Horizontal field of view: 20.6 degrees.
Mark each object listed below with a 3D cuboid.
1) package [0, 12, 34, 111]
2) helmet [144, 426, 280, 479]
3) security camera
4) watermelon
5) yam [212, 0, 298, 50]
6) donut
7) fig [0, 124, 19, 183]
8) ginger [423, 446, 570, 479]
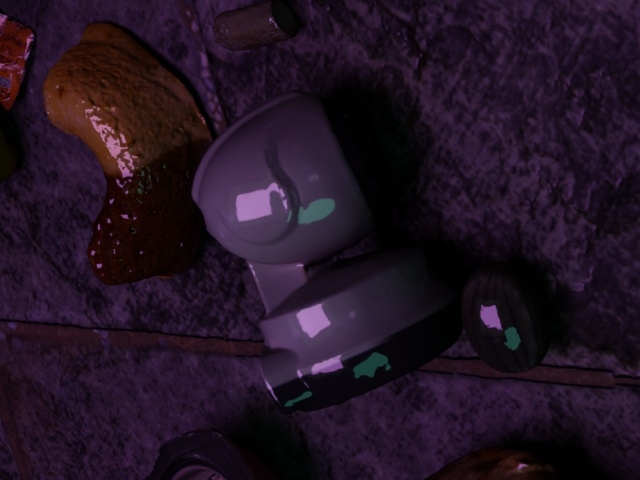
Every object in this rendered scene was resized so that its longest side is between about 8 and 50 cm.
[{"bbox_3d":[-0.363,-0.204,1.993,0.077,0.033,0.111,43,132,31],"label":"package"},{"bbox_3d":[-0.110,0.322,1.971,0.253,0.154,0.198,-43,60,30],"label":"helmet"},{"bbox_3d":[0.000,0.000,1.645,0.191,0.197,0.277,-25,92,8],"label":"security camera"},{"bbox_3d":[0.170,0.073,1.606,0.078,0.078,0.111,-7,108,46],"label":"watermelon"},{"bbox_3d":[-0.061,-0.207,1.693,0.094,0.043,0.043,-9,106,45],"label":"yam"},{"bbox_3d":[-0.193,-0.073,1.847,0.151,0.112,0.295,5,118,45],"label":"donut"},{"bbox_3d":[-0.429,-0.118,2.039,0.120,0.136,0.153,-21,134,15],"label":"fig"},{"bbox_3d":[0.208,0.319,1.667,0.357,0.152,0.274,20,145,36],"label":"ginger"}]
